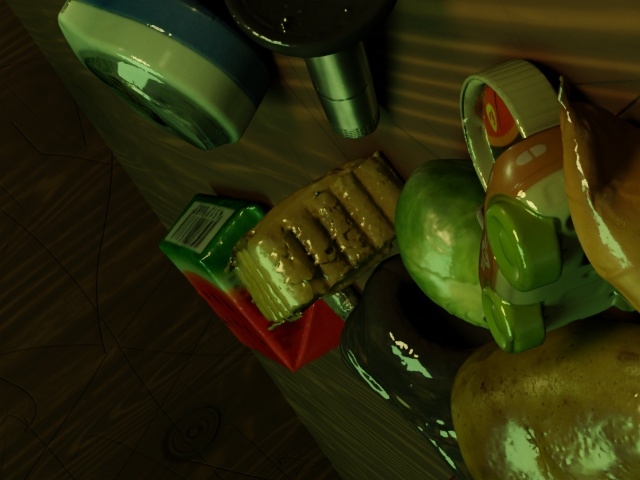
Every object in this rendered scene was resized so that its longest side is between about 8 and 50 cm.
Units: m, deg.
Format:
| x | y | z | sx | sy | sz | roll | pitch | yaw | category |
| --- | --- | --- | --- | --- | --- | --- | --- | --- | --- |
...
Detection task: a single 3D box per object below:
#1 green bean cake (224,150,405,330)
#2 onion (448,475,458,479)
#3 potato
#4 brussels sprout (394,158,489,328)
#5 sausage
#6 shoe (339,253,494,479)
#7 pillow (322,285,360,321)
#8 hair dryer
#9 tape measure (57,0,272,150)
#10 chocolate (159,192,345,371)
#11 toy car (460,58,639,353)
| x | y | z | sx | sy | sz | roll | pitch | yaw | category |
| --- | --- | --- | --- | --- | --- | --- | --- | --- | --- |
| 0.000 | 0.000 | 1.290 | 0.131 | 0.224 | 0.230 | 54 | 164 | 1 | green bean cake |
| 0.296 | 0.510 | 1.524 | 0.358 | 0.345 | 0.358 | 41 | -157 | -22 | onion |
| 0.248 | 0.176 | 0.962 | 0.176 | 0.195 | 0.369 | 23 | 159 | -18 | potato |
| 0.150 | 0.004 | 1.003 | 0.181 | 0.144 | 0.161 | 43 | 161 | 22 | brussels sprout |
| 0.261 | 0.016 | 0.682 | 0.328 | 0.112 | 0.112 | 41 | 167 | -7 | sausage |
| 0.199 | 0.179 | 1.252 | 0.384 | 0.171 | 0.237 | 43 | 156 | 11 | shoe |
| 0.017 | 0.077 | 1.765 | 0.241 | 0.051 | 0.093 | 49 | 171 | 8 | pillow |
| -0.053 | -0.241 | 1.014 | 0.284 | 0.155 | 0.320 | 37 | 172 | 9 | hair dryer |
| -0.199 | -0.234 | 1.354 | 0.262 | 0.138 | 0.259 | 32 | 175 | 29 | tape measure |
| -0.137 | 0.080 | 2.013 | 0.341 | 0.161 | 0.360 | 52 | 166 | -19 | chocolate |
| 0.184 | -0.043 | 0.847 | 0.235 | 0.145 | 0.235 | 161 | 90 | -83 | toy car |
